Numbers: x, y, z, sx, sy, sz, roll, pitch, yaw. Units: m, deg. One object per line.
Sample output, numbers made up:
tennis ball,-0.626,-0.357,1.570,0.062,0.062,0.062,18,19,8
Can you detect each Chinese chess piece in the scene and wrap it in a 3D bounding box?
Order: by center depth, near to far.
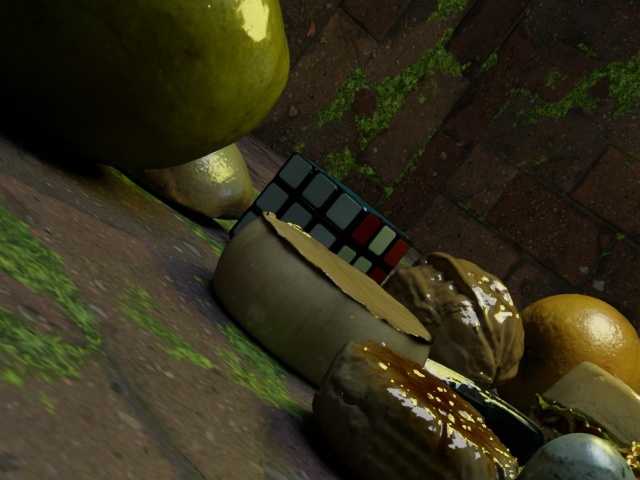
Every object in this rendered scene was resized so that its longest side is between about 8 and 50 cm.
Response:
Chinese chess piece,0.003,0.076,1.151,0.257,0.104,0.257,37,5,-4

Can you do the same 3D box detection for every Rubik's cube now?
Rubik's cube,0.000,0.000,1.455,0.160,0.163,0.162,41,4,33

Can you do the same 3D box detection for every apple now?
apple,-0.213,-0.131,1.457,0.265,0.120,0.193,36,17,9

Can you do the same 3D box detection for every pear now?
pear,-0.231,-0.248,1.228,0.413,0.352,0.352,29,10,-38

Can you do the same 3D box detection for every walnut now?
walnut,0.183,0.121,1.462,0.198,0.198,0.245,32,9,-39

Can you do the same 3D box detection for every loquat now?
loquat,0.423,0.221,1.780,0.263,0.263,0.263,37,6,-5

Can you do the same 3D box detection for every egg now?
egg,0.214,0.239,0.889,0.131,0.164,0.131,-2,17,1

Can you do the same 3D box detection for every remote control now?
remote control,0.186,0.217,1.318,0.222,0.072,0.042,33,28,-12

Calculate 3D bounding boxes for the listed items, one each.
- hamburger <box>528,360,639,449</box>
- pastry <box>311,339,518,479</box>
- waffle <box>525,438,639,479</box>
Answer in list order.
hamburger,0.436,0.311,1.522,0.300,0.176,0.300,36,2,-2
pastry,0.080,0.172,0.915,0.192,0.093,0.182,37,10,6
waffle,0.387,0.306,1.266,0.238,0.058,0.243,-8,20,-17
